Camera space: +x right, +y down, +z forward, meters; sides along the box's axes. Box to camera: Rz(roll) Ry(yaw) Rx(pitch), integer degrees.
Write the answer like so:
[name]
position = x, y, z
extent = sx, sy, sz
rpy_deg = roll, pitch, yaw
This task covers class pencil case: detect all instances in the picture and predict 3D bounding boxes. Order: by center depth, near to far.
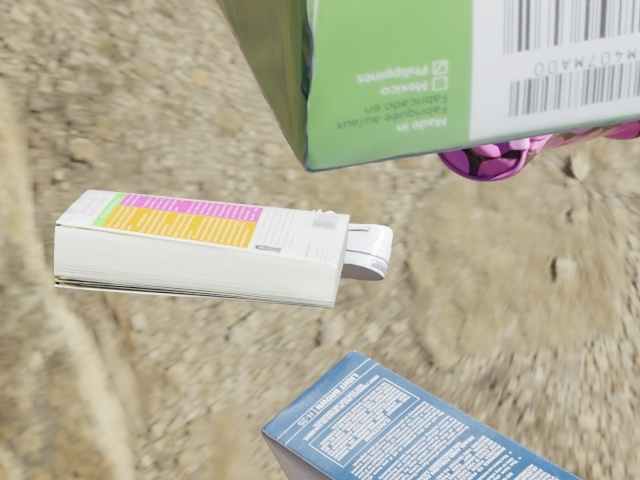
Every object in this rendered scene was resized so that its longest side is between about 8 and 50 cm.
[pencil case]
position = 0.178, -0.100, 1.489
extent = 0.098, 0.209, 0.095
rpy_deg = 26, 120, 35

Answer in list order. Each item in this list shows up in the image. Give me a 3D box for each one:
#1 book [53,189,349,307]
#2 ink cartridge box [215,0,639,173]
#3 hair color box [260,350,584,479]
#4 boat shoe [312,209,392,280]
[book]
position = -0.060, 0.000, 1.039
extent = 0.144, 0.096, 0.035
rpy_deg = 6, 108, 4
[ink cartridge box]
position = 0.020, -0.101, 0.531
extent = 0.109, 0.209, 0.062
rpy_deg = -9, 124, -13
[hair color box]
position = 0.117, 0.221, 1.402
extent = 0.105, 0.347, 0.174
rpy_deg = -40, 125, -16
[boat shoe]
position = 0.000, 0.000, 1.145
extent = 0.100, 0.035, 0.035
rpy_deg = 4, 69, 41
